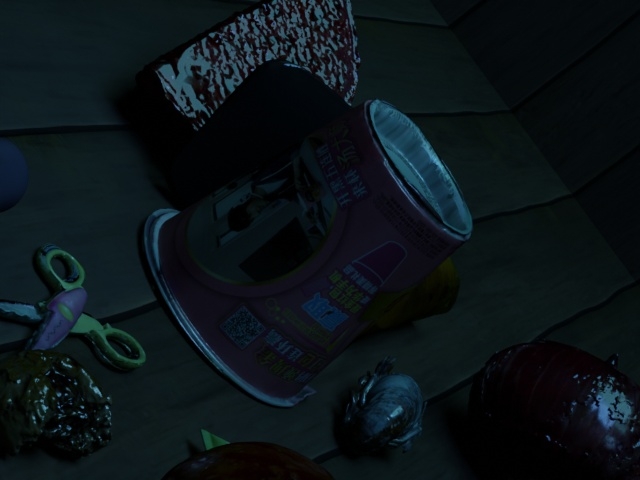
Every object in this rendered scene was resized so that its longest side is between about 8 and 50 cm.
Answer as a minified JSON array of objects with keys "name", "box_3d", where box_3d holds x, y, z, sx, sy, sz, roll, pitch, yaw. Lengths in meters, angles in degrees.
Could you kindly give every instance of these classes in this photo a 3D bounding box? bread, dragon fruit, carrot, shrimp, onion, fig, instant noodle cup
[{"name":"bread","box_3d":[-0.202,0.117,1.329,0.113,0.060,0.082,10,48,-61]},{"name":"dragon fruit","box_3d":[-0.078,-0.141,1.976,0.317,0.152,0.205,-34,97,-43]},{"name":"carrot","box_3d":[0.081,0.047,2.048,0.114,0.114,0.302,56,18,11]},{"name":"shrimp","box_3d":[0.075,0.172,1.865,0.090,0.079,0.233,56,14,-1]},{"name":"onion","box_3d":[0.270,0.236,2.041,0.252,0.219,0.252,37,-21,16]},{"name":"fig","box_3d":[-0.030,0.217,1.322,0.175,0.207,0.175,38,30,-26]},{"name":"instant noodle cup","box_3d":[0.000,0.000,1.719,0.244,0.255,0.244,47,20,-23]}]

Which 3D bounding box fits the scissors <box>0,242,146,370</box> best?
[{"name":"scissors","box_3d":[-0.214,0.061,1.464,0.133,0.020,0.187,51,16,7]}]

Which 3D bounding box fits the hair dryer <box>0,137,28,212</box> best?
[{"name":"hair dryer","box_3d":[-0.328,-0.160,1.295,0.301,0.121,0.361,-19,97,-74]}]

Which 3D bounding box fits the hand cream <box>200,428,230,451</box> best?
[{"name":"hand cream","box_3d":[-0.033,0.229,1.543,0.175,0.046,0.095,35,28,-38]}]

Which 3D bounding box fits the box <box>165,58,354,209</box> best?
[{"name":"box","box_3d":[-0.040,-0.074,1.844,0.212,0.201,0.042,35,17,-34]}]
